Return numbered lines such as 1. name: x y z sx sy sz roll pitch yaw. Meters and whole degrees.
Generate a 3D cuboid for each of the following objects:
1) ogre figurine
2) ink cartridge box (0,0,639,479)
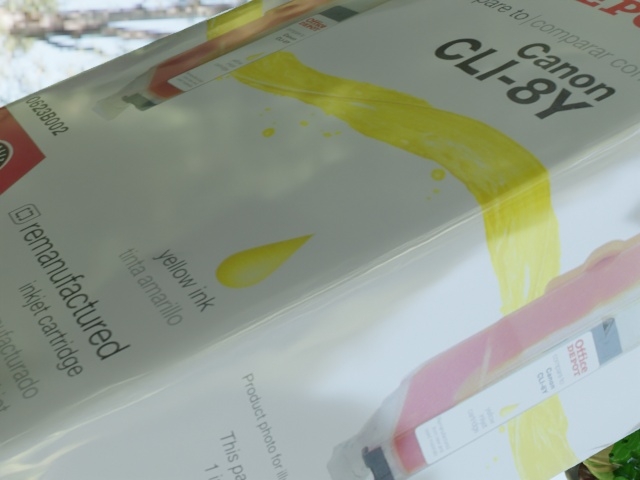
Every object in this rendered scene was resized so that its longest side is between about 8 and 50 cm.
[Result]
1. ogre figurine: 0.202 0.155 0.860 0.118 0.097 0.197 53 -10 -28
2. ink cartridge box: 0.000 0.000 0.597 0.279 0.385 0.160 42 -27 53
